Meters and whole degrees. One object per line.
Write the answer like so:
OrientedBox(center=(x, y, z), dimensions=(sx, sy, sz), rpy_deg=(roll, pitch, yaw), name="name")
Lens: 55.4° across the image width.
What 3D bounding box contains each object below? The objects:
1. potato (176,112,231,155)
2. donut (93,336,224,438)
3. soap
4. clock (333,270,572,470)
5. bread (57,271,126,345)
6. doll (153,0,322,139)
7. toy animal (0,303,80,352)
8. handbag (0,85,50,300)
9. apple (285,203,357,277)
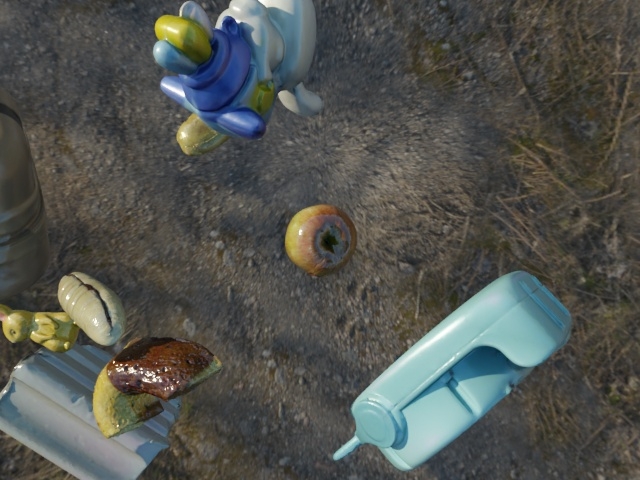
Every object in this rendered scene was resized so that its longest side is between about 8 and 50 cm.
OrientedBox(center=(-0.260, -0.268, 1.431), dimensions=(0.170, 0.080, 0.107), rpy_deg=(-37, 63, -7), name="potato")
OrientedBox(center=(-0.336, 0.261, 1.144), dimensions=(0.295, 0.112, 0.151), rpy_deg=(-36, 88, 24), name="donut")
OrientedBox(center=(-0.633, 0.473, 1.690), dimensions=(0.435, 0.350, 0.213), rpy_deg=(35, 94, -8), name="soap")
OrientedBox(center=(0.136, 0.149, 0.647), dimensions=(0.274, 0.223, 0.094), rpy_deg=(-48, 71, 19), name="clock")
OrientedBox(center=(-0.357, 0.095, 0.940), dimensions=(0.073, 0.214, 0.053), rpy_deg=(-49, 130, -14), name="bread")
OrientedBox(center=(-0.127, -0.301, 1.015), dimensions=(0.365, 0.187, 0.376), rpy_deg=(-51, 130, -34), name="doll")
OrientedBox(center=(-0.508, 0.149, 1.067), dimensions=(0.159, 0.083, 0.070), rpy_deg=(18, 66, -16), name="toy animal")
OrientedBox(center=(-0.399, -0.053, 0.517), dimensions=(0.302, 0.283, 0.149), rpy_deg=(-10, 126, -18), name="handbag")
OrientedBox(center=(0.000, -0.003, 1.033), dimensions=(0.126, 0.102, 0.126), rpy_deg=(-4, 99, -25), name="apple")
